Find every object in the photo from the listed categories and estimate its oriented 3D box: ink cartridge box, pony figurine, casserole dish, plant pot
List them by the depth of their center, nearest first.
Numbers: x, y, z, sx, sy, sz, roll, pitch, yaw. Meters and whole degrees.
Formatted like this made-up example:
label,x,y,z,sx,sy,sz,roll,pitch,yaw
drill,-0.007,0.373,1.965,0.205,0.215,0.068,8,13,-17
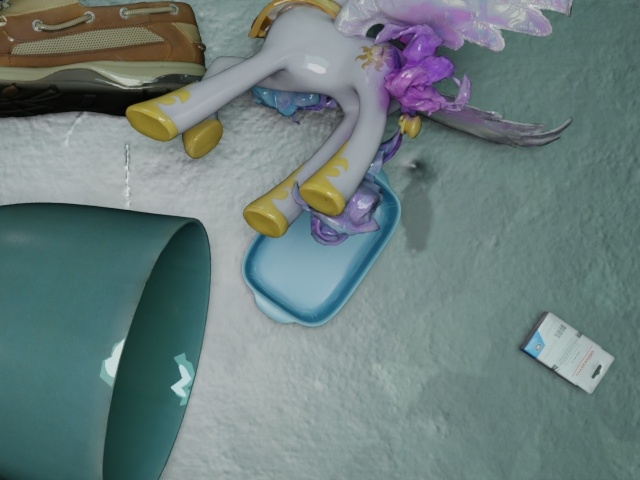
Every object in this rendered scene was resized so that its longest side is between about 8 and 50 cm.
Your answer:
label,x,y,z,sx,sy,sz,roll,pitch,yaw
plant pot,-0.259,0.094,1.660,0.235,0.293,0.293,14,86,10
pony figurine,0.045,-0.165,1.688,0.351,0.303,0.363,24,59,17
casserole dish,0.000,0.000,1.800,0.114,0.037,0.188,35,84,-2
ink cartridge box,0.253,0.116,1.819,0.083,0.028,0.048,35,85,-2

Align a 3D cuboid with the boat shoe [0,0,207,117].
label,x,y,z,sx,sy,sz,roll,pitch,yaw
boat shoe,-0.268,-0.190,1.740,0.324,0.122,0.120,1,78,-22
